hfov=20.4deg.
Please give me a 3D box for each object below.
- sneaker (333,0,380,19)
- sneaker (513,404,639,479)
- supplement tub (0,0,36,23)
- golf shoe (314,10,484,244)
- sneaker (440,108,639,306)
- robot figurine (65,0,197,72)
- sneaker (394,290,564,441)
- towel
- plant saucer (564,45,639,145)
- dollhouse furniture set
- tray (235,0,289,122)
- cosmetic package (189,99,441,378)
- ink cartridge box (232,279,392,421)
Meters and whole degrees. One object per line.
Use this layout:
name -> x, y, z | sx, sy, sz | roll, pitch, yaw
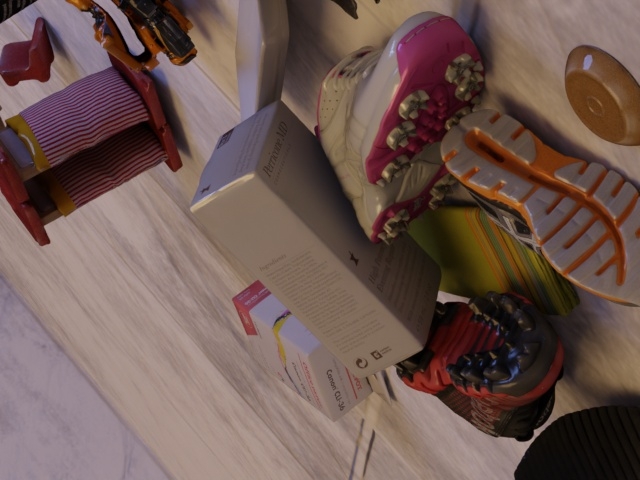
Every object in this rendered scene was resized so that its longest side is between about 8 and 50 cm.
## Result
sneaker -> -0.021, -0.240, 1.457 | 0.170, 0.051, 0.089 | 24, 141, 50
sneaker -> 0.249, 0.241, 1.602 | 0.330, 0.146, 0.122 | -50, 49, 49
supplement tub -> -0.248, -0.305, 1.471 | 0.193, 0.316, 0.193 | 45, 159, 23
golf shoe -> 0.047, -0.109, 1.442 | 0.140, 0.115, 0.306 | 52, 161, 17
sneaker -> 0.184, -0.019, 1.340 | 0.215, 0.084, 0.083 | 45, 173, 34
robot figurine -> -0.239, -0.277, 1.778 | 0.291, 0.085, 0.211 | 47, 180, -14
sneaker -> 0.163, 0.113, 1.541 | 0.135, 0.097, 0.276 | 33, 168, -11
towel -> 0.139, 0.009, 1.572 | 0.102, 0.021, 0.237 | 63, 160, -16
plant saucer -> 0.198, -0.098, 1.247 | 0.083, 0.015, 0.083 | 46, 160, 22
dollhouse furniture set -> -0.350, -0.181, 2.141 | 0.374, 0.201, 0.152 | 46, 161, 41
tray -> -0.053, -0.173, 1.614 | 0.270, 0.030, 0.145 | 101, 165, -66
cosmetic package -> 0.000, 0.000, 1.570 | 0.085, 0.117, 0.231 | -29, 117, 30
ink cartridge box -> -0.009, 0.129, 2.057 | 0.198, 0.067, 0.115 | 32, 151, 46
